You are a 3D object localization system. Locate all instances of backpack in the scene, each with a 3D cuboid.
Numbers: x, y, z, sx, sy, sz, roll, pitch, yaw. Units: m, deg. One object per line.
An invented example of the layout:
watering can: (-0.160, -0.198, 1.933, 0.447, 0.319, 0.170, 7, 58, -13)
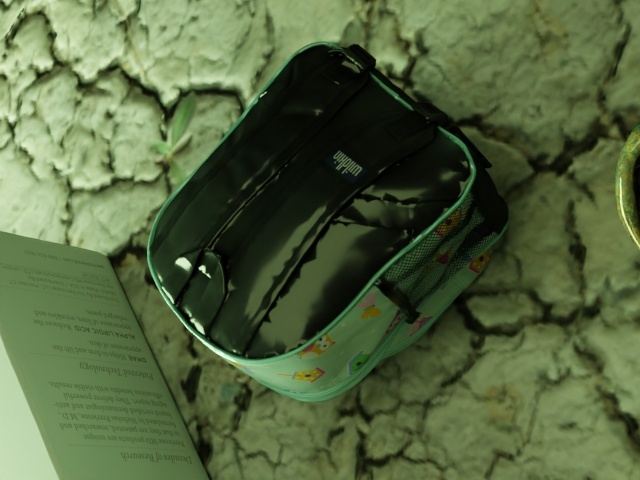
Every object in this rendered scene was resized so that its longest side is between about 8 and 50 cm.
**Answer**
backpack: (0.000, 0.000, 0.875, 0.188, 0.144, 0.166, -44, 60, -7)

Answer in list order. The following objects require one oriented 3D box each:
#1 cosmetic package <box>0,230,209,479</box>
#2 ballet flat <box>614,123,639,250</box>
cosmetic package: (-0.190, 0.206, 0.970, 0.217, 0.156, 0.385, -38, 64, 23)
ballet flat: (0.267, 0.059, 0.710, 0.123, 0.123, 0.348, -48, 60, 18)
